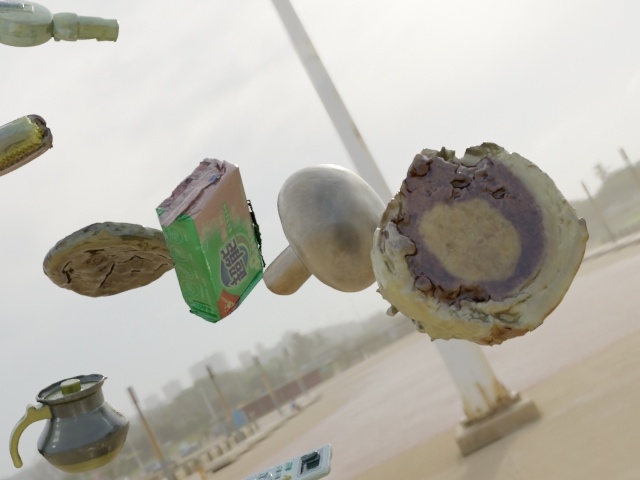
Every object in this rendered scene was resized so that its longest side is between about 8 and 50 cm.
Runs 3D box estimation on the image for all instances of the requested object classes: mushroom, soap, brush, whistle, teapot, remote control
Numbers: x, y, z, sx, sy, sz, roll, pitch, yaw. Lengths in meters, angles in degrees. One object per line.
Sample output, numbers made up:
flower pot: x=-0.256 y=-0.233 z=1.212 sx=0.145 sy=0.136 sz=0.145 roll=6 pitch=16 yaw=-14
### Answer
mushroom: x=0.000 y=0.000 z=1.453 sx=0.215 sy=0.207 sz=0.207 roll=-42 pitch=-12 yaw=23
soap: x=-0.197 y=0.001 z=1.723 sx=0.218 sy=0.098 sz=0.273 roll=-50 pitch=-36 yaw=-36
brush: x=-0.559 y=-0.108 z=1.470 sx=0.313 sy=0.072 sz=0.067 roll=-26 pitch=-11 yaw=5
whistle: x=-0.502 y=-0.399 z=1.769 sx=0.258 sy=0.126 sz=0.067 roll=2 pitch=-54 yaw=-19
teapot: x=-0.353 y=0.259 z=1.342 sx=0.166 sy=0.119 sz=0.130 roll=-16 pitch=10 yaw=-22
remote control: x=-0.103 y=0.519 z=2.027 sx=0.293 sy=0.051 sz=0.103 roll=-28 pitch=15 yaw=13

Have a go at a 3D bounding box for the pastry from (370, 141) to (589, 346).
pastry: x=0.191 y=0.017 z=1.202 sx=0.256 sy=0.237 sz=0.170 roll=-59 pitch=-9 yaw=-32

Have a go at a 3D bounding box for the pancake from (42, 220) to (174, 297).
pancake: x=-0.418 y=0.044 z=1.952 sx=0.294 sy=0.049 sz=0.294 roll=-12 pitch=-25 yaw=-6
